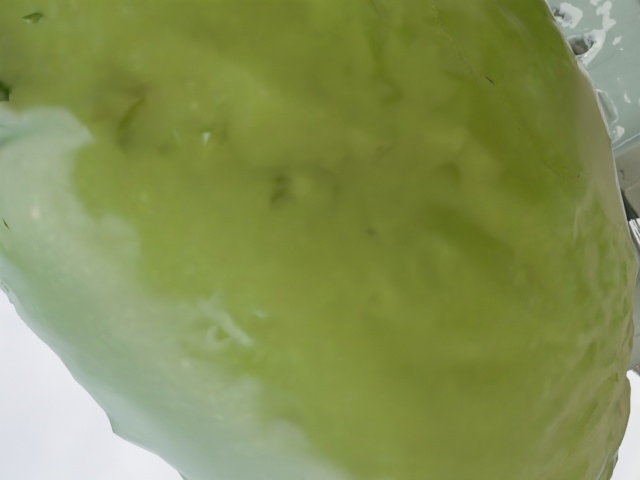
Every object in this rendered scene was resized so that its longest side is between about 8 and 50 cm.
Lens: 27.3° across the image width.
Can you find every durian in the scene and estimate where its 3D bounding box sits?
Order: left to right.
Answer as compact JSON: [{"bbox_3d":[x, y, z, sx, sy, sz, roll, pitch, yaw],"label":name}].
[{"bbox_3d":[0.000,0.000,0.480,0.340,0.256,0.204,44,-107,-13],"label":"durian"}]

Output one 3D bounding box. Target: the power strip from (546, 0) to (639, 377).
[{"bbox_3d":[0.155,-0.027,0.871,0.141,0.229,0.261,38,-153,-47],"label":"power strip"}]
